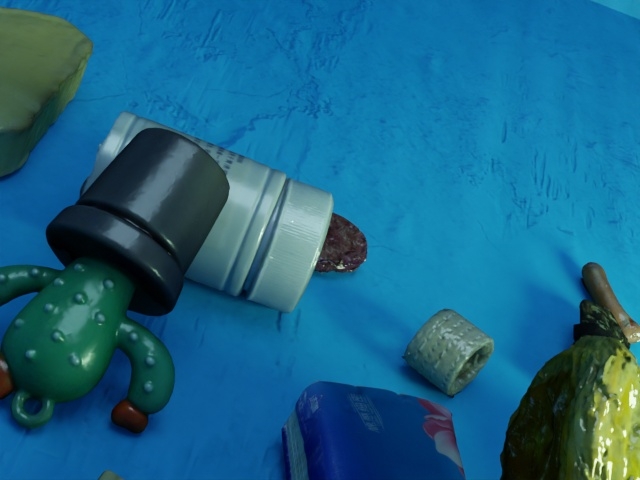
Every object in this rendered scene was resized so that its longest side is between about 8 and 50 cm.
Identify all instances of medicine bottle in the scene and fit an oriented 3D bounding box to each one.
[{"bbox_3d":[-0.159,-0.037,2.071,0.332,0.190,0.190,22,33,-2],"label":"medicine bottle"}]

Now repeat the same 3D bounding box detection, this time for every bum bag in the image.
[{"bbox_3d":[0.417,0.175,2.226,0.102,0.069,0.248,55,27,-17],"label":"bum bag"}]

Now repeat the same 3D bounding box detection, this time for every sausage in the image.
[{"bbox_3d":[0.467,0.100,2.391,0.047,0.040,0.177,12,34,-28],"label":"sausage"}]

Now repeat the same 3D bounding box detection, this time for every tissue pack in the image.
[{"bbox_3d":[0.070,0.301,1.774,0.209,0.137,0.270,12,35,-14],"label":"tissue pack"}]

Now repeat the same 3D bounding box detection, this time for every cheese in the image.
[{"bbox_3d":[-0.556,-0.268,2.240,0.384,0.104,0.384,16,34,-11],"label":"cheese"}]

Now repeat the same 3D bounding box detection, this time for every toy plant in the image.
[{"bbox_3d":[-0.263,0.058,1.824,0.279,0.185,0.400,43,61,-19],"label":"toy plant"}]

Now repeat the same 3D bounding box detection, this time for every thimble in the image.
[{"bbox_3d":[0.180,0.155,2.085,0.090,0.102,0.115,37,6,21],"label":"thimble"}]

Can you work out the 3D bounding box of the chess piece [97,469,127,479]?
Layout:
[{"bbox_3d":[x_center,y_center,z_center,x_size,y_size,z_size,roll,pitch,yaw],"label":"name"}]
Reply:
[{"bbox_3d":[-0.237,0.321,1.625,0.090,0.090,0.200,24,21,1],"label":"chess piece"}]

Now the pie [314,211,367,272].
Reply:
[{"bbox_3d":[0.000,0.000,2.255,0.154,0.036,0.154,16,33,-11],"label":"pie"}]

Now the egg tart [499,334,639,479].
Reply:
[{"bbox_3d":[0.310,0.295,1.740,0.153,0.339,0.352,9,71,-10],"label":"egg tart"}]
